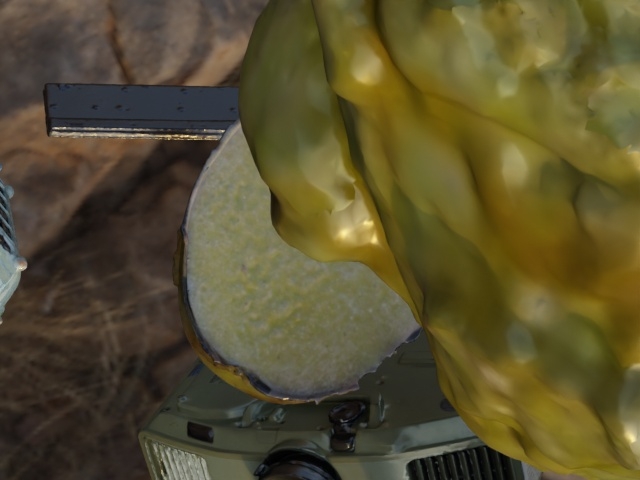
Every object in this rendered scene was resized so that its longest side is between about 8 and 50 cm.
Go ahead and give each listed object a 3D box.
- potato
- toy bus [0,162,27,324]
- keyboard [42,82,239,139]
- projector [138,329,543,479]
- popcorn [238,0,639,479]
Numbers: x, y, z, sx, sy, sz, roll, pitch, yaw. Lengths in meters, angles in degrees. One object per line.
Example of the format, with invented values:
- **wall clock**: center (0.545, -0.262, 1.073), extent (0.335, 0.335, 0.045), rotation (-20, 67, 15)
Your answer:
- **potato**: center (0.000, 0.000, 0.921), extent (0.164, 0.081, 0.200), rotation (33, 79, -5)
- **toy bus**: center (-0.324, -0.017, 1.245), extent (0.165, 0.133, 0.276), rotation (40, 5, -21)
- **keyboard**: center (-0.145, -0.139, 1.737), extent (0.309, 0.018, 0.101), rotation (0, 38, -14)
- **projector**: center (0.018, 0.115, 1.046), extent (0.193, 0.269, 0.088), rotation (-53, 133, -52)
- **popcorn**: center (0.092, -0.035, 0.468), extent (0.195, 0.255, 0.256), rotation (-45, 146, -6)
